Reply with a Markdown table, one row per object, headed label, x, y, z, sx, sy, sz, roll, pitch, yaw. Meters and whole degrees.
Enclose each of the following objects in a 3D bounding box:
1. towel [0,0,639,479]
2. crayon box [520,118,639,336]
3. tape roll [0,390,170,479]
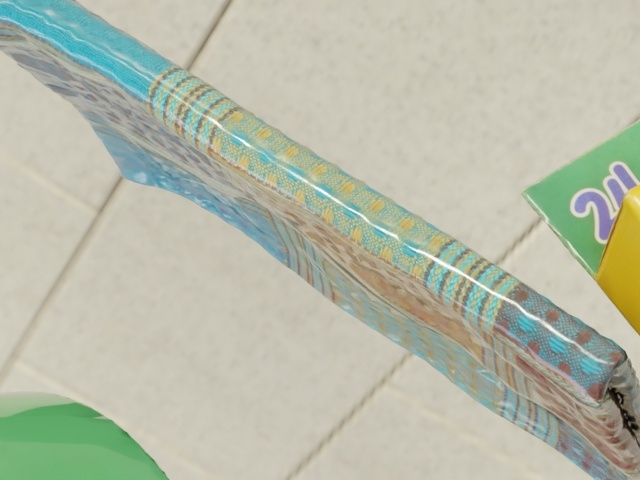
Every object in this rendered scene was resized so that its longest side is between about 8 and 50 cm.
| label | x | y | z | sx | sy | sz | roll | pitch | yaw |
| --- | --- | --- | --- | --- | --- | --- | --- | --- | --- |
| towel | 0.000 | 0.000 | 0.931 | 0.370 | 0.040 | 0.271 | 33 | 174 | 22 |
| crayon box | 0.260 | 0.032 | 0.782 | 0.323 | 0.203 | 0.083 | 52 | 161 | 22 |
| tape roll | -0.132 | 0.219 | 0.736 | 0.077 | 0.321 | 0.321 | -1 | 159 | -37 |
